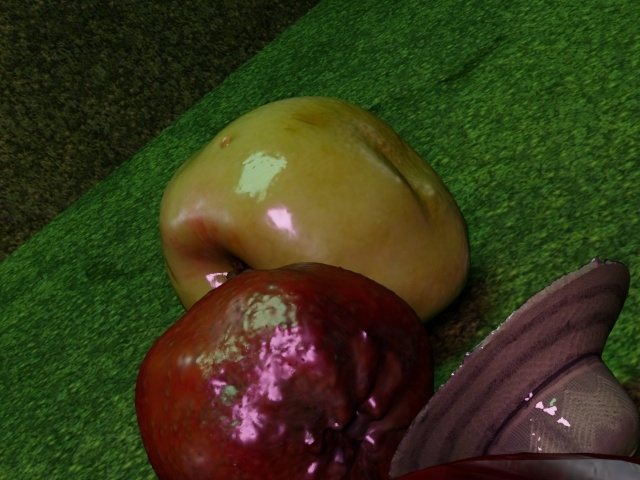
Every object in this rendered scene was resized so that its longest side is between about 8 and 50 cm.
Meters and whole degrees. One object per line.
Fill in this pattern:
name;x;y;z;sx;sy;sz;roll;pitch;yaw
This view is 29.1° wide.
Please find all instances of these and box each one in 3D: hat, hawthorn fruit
hat;0.181;0.140;0.933;0.252;0.252;0.110;-37;62;-14
hawthorn fruit;-0.053;0.131;1.100;0.254;0.254;0.300;-41;33;-24

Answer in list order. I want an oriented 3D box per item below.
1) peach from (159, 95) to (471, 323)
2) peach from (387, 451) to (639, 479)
peach;-0.007;-0.002;1.316;0.281;0.314;0.315;-54;-3;30
peach;0.089;0.236;0.443;0.406;0.310;0.335;-11;9;-20
